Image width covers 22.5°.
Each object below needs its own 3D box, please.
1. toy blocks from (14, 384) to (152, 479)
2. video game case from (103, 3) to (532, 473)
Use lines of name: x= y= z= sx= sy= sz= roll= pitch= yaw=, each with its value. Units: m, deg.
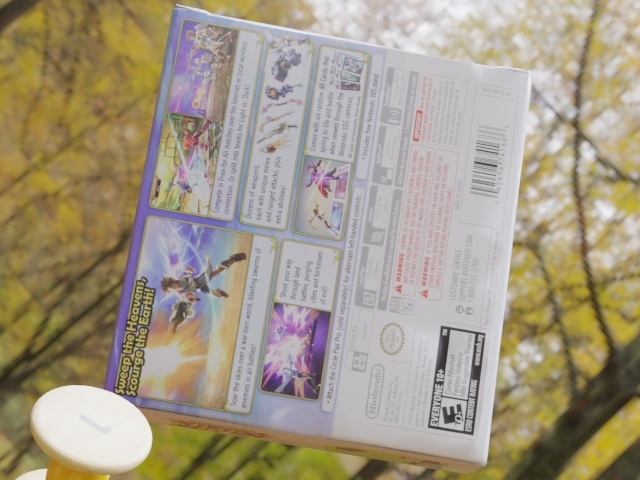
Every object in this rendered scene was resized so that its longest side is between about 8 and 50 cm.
toy blocks: x=-0.104 y=0.156 z=0.685 sx=0.123 sy=0.054 sz=0.148 roll=54 pitch=-47 yaw=43
video game case: x=0.000 y=0.000 z=1.051 sx=0.244 sy=0.269 sz=0.061 roll=10 pitch=-16 yaw=-6
